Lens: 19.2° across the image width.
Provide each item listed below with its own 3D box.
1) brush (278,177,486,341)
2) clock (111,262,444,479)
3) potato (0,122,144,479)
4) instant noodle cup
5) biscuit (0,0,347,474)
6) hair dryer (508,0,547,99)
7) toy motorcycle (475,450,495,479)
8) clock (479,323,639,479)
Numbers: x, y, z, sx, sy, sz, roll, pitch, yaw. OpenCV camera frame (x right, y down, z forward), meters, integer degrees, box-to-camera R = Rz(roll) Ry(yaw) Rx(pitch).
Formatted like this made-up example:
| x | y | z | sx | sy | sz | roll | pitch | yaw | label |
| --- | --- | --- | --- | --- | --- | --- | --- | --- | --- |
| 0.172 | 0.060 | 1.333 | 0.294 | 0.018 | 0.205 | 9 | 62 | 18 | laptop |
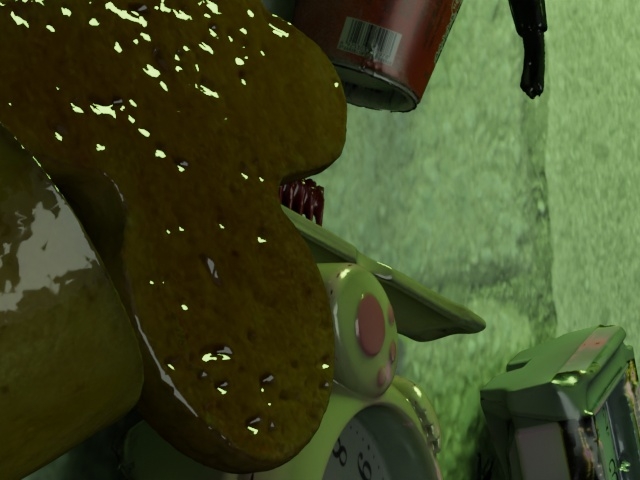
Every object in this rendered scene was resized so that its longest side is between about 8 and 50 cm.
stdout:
| x | y | z | sx | sy | sz | roll | pitch | yaw | label |
| --- | --- | --- | --- | --- | --- | --- | --- | --- | --- |
| 0.000 | 0.000 | 1.154 | 0.321 | 0.060 | 0.050 | 30 | 55 | -51 | brush |
| -0.003 | 0.195 | 1.067 | 0.309 | 0.114 | 0.284 | 60 | 34 | -45 | clock |
| -0.189 | 0.040 | 0.811 | 0.158 | 0.178 | 0.203 | -39 | 146 | -31 | potato |
| 0.038 | -0.156 | 1.165 | 0.127 | 0.127 | 0.136 | 29 | 74 | -51 | instant noodle cup |
| -0.097 | -0.091 | 0.940 | 0.283 | 0.064 | 0.432 | -5 | 77 | -54 | biscuit |
| 0.120 | -0.203 | 1.272 | 0.195 | 0.075 | 0.219 | 5 | 71 | -63 | hair dryer |
| 0.106 | 0.232 | 1.302 | 0.100 | 0.058 | 0.173 | -59 | 136 | -47 | toy motorcycle |
| 0.180 | 0.169 | 1.328 | 0.253 | 0.083 | 0.186 | -20 | 99 | -73 | clock |
